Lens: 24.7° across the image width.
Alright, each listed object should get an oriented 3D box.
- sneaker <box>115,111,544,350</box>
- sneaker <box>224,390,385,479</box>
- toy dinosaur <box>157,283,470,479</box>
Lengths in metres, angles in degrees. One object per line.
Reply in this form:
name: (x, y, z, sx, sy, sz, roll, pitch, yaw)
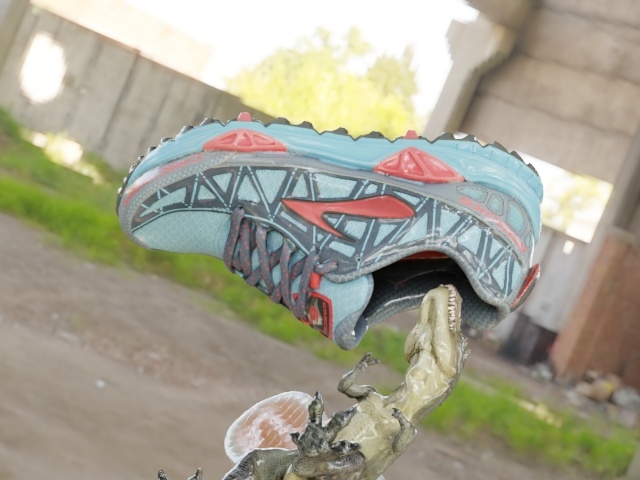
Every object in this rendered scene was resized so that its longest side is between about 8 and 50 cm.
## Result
sneaker: (0.000, 0.000, 0.869, 0.262, 0.125, 0.104, 1, -31, 9)
sneaker: (0.012, 0.219, 1.062, 0.121, 0.108, 0.302, 62, -1, -22)
toy dinosaur: (-0.016, 0.125, 0.749, 0.064, 0.268, 0.118, 46, -1, 25)
